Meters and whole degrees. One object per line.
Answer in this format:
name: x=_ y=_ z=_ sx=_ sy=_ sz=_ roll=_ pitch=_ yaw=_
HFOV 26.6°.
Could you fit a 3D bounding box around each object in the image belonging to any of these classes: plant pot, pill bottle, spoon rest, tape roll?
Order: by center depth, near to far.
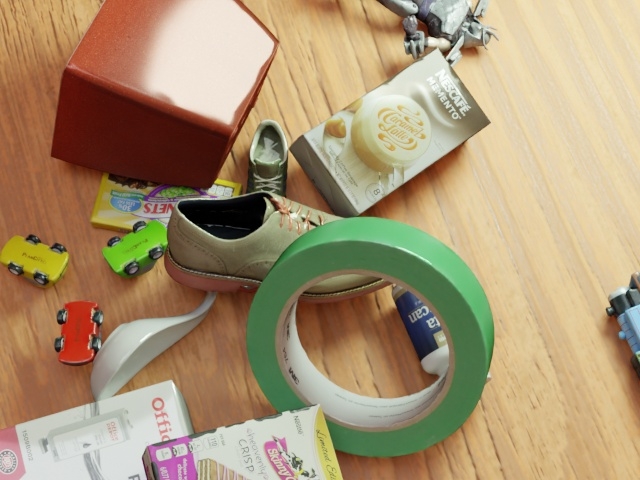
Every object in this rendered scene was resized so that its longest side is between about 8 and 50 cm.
tape roll: x=0.065 y=0.130 z=1.777 sx=0.321 sy=0.077 sz=0.321 roll=6 pitch=114 yaw=13
pill bottle: x=0.171 y=0.128 z=1.874 sx=0.094 sy=0.094 sz=0.169 roll=-21 pitch=71 yaw=-6
spoon rest: x=-0.223 y=0.119 z=1.876 sx=0.084 sy=0.137 sz=0.276 roll=34 pitch=62 yaw=4
plant pot: x=-0.211 y=-0.225 z=1.924 sx=0.236 sy=0.267 sz=0.267 roll=26 pitch=63 yaw=-3

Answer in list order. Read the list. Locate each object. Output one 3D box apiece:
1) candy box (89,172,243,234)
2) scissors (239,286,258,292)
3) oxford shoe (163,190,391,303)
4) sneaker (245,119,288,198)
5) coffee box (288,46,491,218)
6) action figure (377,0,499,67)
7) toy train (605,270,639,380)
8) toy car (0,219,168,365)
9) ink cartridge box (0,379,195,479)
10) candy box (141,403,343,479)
candy box: x=-0.225 y=-0.052 z=1.983 sx=0.206 sy=0.027 sz=0.105 roll=11 pitch=73 yaw=5
scissors: x=0.000 y=0.000 z=1.939 sx=0.297 sy=0.021 sz=0.109 roll=-12 pitch=99 yaw=-3
oxford shoe: x=-0.038 y=0.001 z=1.843 sx=0.348 sy=0.130 sz=0.123 roll=-1 pitch=49 yaw=-7
sneaker: x=-0.080 y=-0.087 z=1.961 sx=0.064 sy=0.086 sz=0.192 roll=2 pitch=70 yaw=2
coffee box: x=0.099 y=-0.151 z=1.947 sx=0.246 sy=0.098 sz=0.141 roll=-35 pitch=90 yaw=-17
action figure: x=0.142 y=-0.364 z=2.052 sx=0.285 sy=0.099 sz=0.185 roll=28 pitch=57 yaw=6
toy train: x=0.469 y=0.127 z=1.880 sx=0.105 sy=0.080 sz=0.184 roll=-22 pitch=71 yaw=-1
toy car: x=-0.311 y=0.051 z=1.922 sx=0.225 sy=0.053 sz=0.239 roll=-31 pitch=62 yaw=-13
ink cartridge box: x=-0.297 y=0.325 z=1.798 sx=0.283 sy=0.117 sz=0.207 roll=-17 pitch=71 yaw=-5
candy box: x=-0.092 y=0.313 z=1.715 sx=0.234 sy=0.071 sz=0.159 roll=-12 pitch=73 yaw=-19
